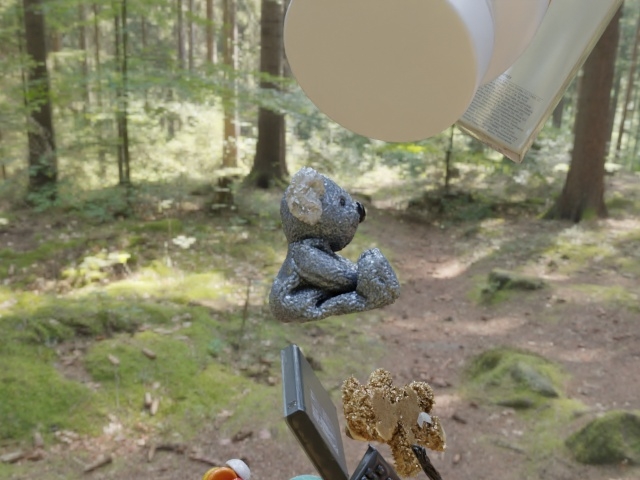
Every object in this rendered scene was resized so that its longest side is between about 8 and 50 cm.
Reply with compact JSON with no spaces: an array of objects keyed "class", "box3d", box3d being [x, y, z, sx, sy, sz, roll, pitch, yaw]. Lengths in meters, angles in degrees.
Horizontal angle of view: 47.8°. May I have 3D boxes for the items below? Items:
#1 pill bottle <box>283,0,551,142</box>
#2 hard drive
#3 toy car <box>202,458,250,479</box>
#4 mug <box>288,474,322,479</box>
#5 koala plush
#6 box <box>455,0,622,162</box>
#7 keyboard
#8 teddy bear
[{"class":"pill bottle","box3d":[0.073,-0.172,0.422,0.136,0.136,0.246,10,49,23]},{"class":"hard drive","box3d":[-0.007,0.170,0.711,0.022,0.094,0.135,-29,17,5]},{"class":"toy car","box3d":[-0.205,0.616,1.712,0.159,0.182,0.136,-40,-5,-27]},{"class":"mug","box3d":[0.003,0.386,0.914,0.129,0.158,0.097,-37,24,-25]},{"class":"koala plush","box3d":[0.000,0.000,1.094,0.203,0.221,0.196,-14,2,4]},{"class":"box","box3d":[0.291,-0.249,0.955,0.113,0.275,0.094,34,7,15]},{"class":"keyboard","box3d":[0.149,0.435,1.155,0.033,0.317,0.201,1,45,45]},{"class":"teddy bear","box3d":[0.158,0.387,1.567,0.113,0.245,0.338,-30,-12,29]}]
